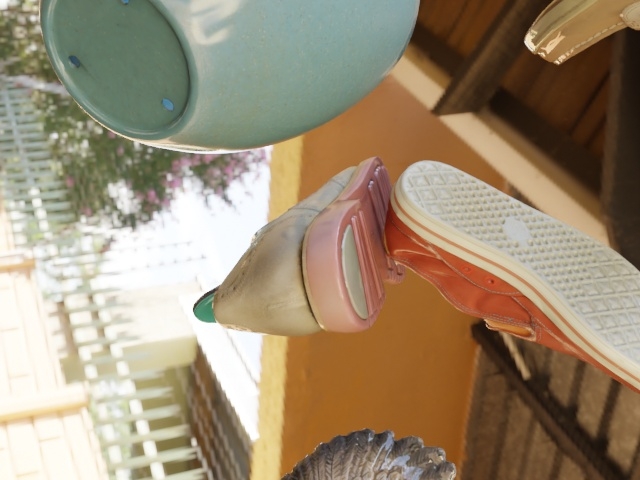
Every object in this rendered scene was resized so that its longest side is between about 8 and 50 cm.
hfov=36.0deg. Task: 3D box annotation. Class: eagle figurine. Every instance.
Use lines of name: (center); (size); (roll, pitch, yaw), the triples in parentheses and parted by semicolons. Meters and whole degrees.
eagle figurine: (0.000, 0.326, 0.902); (0.226, 0.225, 0.298); (46, -68, 23)

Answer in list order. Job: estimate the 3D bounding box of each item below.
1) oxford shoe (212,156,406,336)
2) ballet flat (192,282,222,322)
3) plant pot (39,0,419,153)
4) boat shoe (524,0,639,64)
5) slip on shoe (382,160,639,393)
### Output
oxford shoe: (0.000, 0.000, 1.023); (0.397, 0.146, 0.140); (-35, 112, -73)
ballet flat: (-0.071, 0.049, 0.967); (0.041, 0.114, 0.041); (-22, 90, -83)
plant pot: (-0.096, -0.179, 0.744); (0.290, 0.195, 0.290); (18, -47, 21)
boat shoe: (0.296, -0.210, 0.785); (0.110, 0.121, 0.341); (50, -29, -6)
slip on shoe: (0.204, 0.047, 0.939); (0.331, 0.123, 0.101); (31, -43, 5)
